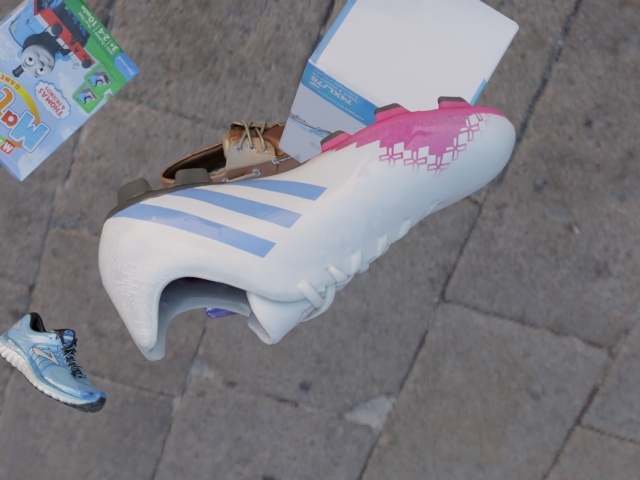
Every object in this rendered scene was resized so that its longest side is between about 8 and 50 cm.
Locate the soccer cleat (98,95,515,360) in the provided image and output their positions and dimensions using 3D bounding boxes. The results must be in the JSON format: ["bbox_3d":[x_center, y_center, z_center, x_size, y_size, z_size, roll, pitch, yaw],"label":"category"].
[{"bbox_3d":[0.000,0.000,0.840,0.331,0.143,0.116,-16,155,-1],"label":"soccer cleat"}]

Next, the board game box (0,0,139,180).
[{"bbox_3d":[-0.354,-0.204,1.395,0.211,0.039,0.160,-46,119,-14],"label":"board game box"}]

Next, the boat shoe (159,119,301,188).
[{"bbox_3d":[-0.106,-0.124,1.724,0.324,0.123,0.116,-26,125,15],"label":"boat shoe"}]

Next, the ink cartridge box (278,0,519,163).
[{"bbox_3d":[0.091,-0.192,1.441,0.197,0.198,0.270,31,159,1],"label":"ink cartridge box"}]

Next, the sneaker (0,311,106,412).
[{"bbox_3d":[-0.302,0.136,1.274,0.162,0.063,0.073,34,84,25],"label":"sneaker"}]

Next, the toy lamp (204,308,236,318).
[{"bbox_3d":[-0.054,0.042,1.702,0.274,0.080,0.080,-23,115,-1],"label":"toy lamp"}]
